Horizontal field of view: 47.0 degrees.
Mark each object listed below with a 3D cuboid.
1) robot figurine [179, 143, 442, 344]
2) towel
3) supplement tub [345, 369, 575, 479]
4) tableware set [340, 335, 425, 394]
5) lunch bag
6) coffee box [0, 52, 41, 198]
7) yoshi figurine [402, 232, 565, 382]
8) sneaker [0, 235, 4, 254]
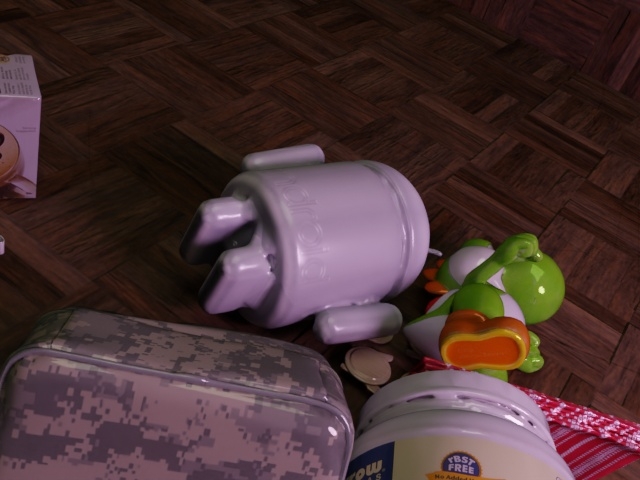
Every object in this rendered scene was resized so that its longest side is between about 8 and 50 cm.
[{"bbox_3d":[0.000,0.000,0.973,0.353,0.200,0.300,-10,67,-34],"label":"robot figurine"},{"bbox_3d":[0.199,0.214,0.813,0.274,0.199,0.031,18,56,-4],"label":"towel"},{"bbox_3d":[0.114,0.298,0.630,0.235,0.236,0.325,18,37,-4],"label":"supplement tub"},{"bbox_3d":[0.104,0.155,0.979,0.141,0.020,0.169,25,36,1],"label":"tableware set"},{"bbox_3d":[-0.131,0.172,0.691,0.304,0.213,0.256,12,11,-9],"label":"lunch bag"},{"bbox_3d":[-0.522,-0.148,0.938,0.297,0.168,0.119,-3,43,-29],"label":"coffee box"},{"bbox_3d":[0.255,0.095,0.990,0.203,0.203,0.362,40,25,-7],"label":"yoshi figurine"},{"bbox_3d":[-0.460,0.024,0.813,0.153,0.094,0.235,26,26,21],"label":"sneaker"}]
